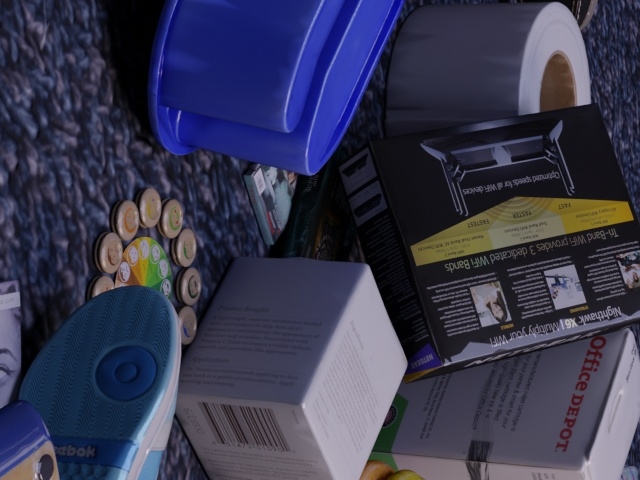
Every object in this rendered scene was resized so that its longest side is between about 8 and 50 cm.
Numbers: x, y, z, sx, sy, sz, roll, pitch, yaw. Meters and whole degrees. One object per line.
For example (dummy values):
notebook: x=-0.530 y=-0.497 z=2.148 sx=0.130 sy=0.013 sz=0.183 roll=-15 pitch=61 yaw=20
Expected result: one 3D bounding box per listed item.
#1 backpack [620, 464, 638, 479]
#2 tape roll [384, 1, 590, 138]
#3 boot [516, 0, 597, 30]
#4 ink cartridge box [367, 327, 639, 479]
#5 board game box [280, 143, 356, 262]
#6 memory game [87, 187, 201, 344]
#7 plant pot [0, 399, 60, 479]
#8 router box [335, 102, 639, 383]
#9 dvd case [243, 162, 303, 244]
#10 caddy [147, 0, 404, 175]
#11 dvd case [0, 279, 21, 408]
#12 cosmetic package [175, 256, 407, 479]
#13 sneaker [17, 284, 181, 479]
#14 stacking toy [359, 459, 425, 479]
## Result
backpack: x=0.313 y=0.390 z=2.520 sx=0.225 sy=0.191 sz=0.253 roll=11 pitch=87 yaw=-64
tape roll: x=0.202 y=-0.157 z=2.258 sx=0.246 sy=0.169 sz=0.246 roll=-10 pitch=101 yaw=-63
boot: x=0.231 y=-0.401 z=2.333 sx=0.284 sy=0.138 sz=0.377 roll=-38 pitch=129 yaw=-53
ink cartridge box: x=0.197 y=0.198 z=2.144 sx=0.211 sy=0.289 sz=0.121 roll=-64 pitch=146 yaw=-37
board game box: x=0.000 y=0.000 z=2.011 sx=0.126 sy=0.026 sz=0.186 roll=54 pitch=48 yaw=-60
memory game: x=-0.156 y=0.044 z=1.740 sx=0.186 sy=0.012 sz=0.186 roll=-11 pitch=103 yaw=-63
plant pot: x=-0.294 y=0.231 z=1.266 sx=0.236 sy=0.212 sz=0.236 roll=-35 pitch=123 yaw=-58
router box: x=0.194 y=-0.002 z=2.014 sx=0.309 sy=0.081 sz=0.243 roll=-10 pitch=77 yaw=-31
dvd case: x=-0.039 y=-0.065 z=1.961 sx=0.119 sy=0.013 sz=0.087 roll=-59 pitch=142 yaw=-45
caddy: x=-0.045 y=-0.227 z=1.753 sx=0.341 sy=0.179 sz=0.241 roll=-66 pitch=163 yaw=-13
dvd case: x=-0.285 y=0.148 z=1.490 sx=0.164 sy=0.018 sz=0.221 roll=-11 pitch=102 yaw=-63
cosmetic package: x=-0.029 y=0.131 z=1.846 sx=0.184 sy=0.151 sz=0.151 roll=-63 pitch=144 yaw=-38
sneaker: x=-0.176 y=0.211 z=1.593 sx=0.208 sy=0.127 sz=0.319 roll=67 pitch=37 yaw=-60
stacking toy: x=0.108 y=0.304 z=1.963 sx=0.166 sy=0.302 sz=0.175 roll=-41 pitch=129 yaw=-55
